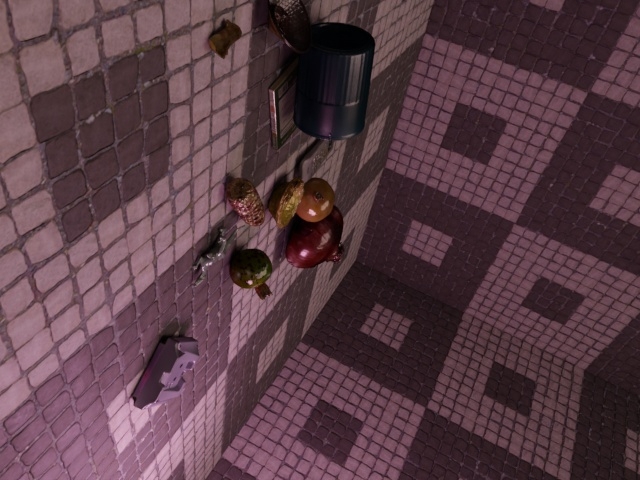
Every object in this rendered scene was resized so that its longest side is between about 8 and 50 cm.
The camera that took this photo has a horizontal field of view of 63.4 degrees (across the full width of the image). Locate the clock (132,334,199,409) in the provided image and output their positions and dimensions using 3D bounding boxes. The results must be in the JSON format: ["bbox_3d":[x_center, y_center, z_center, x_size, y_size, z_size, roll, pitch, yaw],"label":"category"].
[{"bbox_3d":[-0.501,0.434,1.715,0.253,0.083,0.186,-64,167,-4],"label":"clock"}]

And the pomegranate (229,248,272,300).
[{"bbox_3d":[-0.246,0.124,1.905,0.159,0.205,0.159,-30,177,-2],"label":"pomegranate"}]

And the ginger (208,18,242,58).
[{"bbox_3d":[-0.224,-0.471,1.215,0.057,0.044,0.137,49,47,-28],"label":"ginger"}]

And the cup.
[{"bbox_3d":[0.055,-0.523,1.653,0.308,0.242,0.292,-51,158,-39],"label":"cup"}]

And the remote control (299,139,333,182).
[{"bbox_3d":[-0.017,-0.366,2.185,0.313,0.055,0.109,-58,159,-45],"label":"remote control"}]

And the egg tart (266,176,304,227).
[{"bbox_3d":[-0.137,-0.154,2.020,0.213,0.090,0.212,-56,164,-25],"label":"egg tart"}]

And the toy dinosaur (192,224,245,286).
[{"bbox_3d":[-0.329,0.032,1.703,0.242,0.053,0.167,-48,160,-51],"label":"toy dinosaur"}]

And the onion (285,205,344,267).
[{"bbox_3d":[0.000,0.000,2.396,0.348,0.285,0.347,-51,178,-2],"label":"onion"}]

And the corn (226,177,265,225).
[{"bbox_3d":[-0.235,-0.117,1.691,0.098,0.098,0.290,-62,168,-11],"label":"corn"}]

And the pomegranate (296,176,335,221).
[{"bbox_3d":[-0.027,-0.172,2.183,0.191,0.191,0.191,-58,165,-25],"label":"pomegranate"}]

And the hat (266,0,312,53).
[{"bbox_3d":[-0.107,-0.584,1.388,0.193,0.082,0.193,26,57,-51],"label":"hat"}]

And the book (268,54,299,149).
[{"bbox_3d":[-0.105,-0.456,1.723,0.202,0.027,0.264,-58,165,-29],"label":"book"}]
